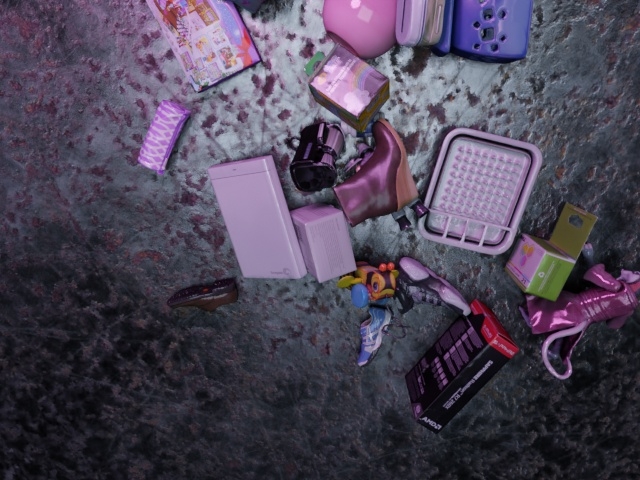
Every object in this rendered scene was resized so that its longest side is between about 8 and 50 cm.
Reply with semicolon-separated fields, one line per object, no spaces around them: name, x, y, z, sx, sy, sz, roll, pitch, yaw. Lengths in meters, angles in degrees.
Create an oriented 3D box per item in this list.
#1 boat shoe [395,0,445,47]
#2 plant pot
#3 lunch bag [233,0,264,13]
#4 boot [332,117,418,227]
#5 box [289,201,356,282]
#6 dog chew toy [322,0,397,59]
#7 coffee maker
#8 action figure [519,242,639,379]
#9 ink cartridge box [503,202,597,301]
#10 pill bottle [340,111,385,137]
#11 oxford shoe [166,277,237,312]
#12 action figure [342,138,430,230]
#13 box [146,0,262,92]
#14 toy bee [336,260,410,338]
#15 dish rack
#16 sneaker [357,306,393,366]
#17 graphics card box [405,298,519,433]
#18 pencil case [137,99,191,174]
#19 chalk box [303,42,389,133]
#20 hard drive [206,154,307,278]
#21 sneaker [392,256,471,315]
boat shoe;0.231;-0.584;1.054;0.094;0.109;0.302;-5;116;-21
plant pot;0.379;-0.555;1.167;0.212;0.236;0.235;2;108;8
lunch bag;-0.156;-0.702;1.111;0.160;0.223;0.262;13;97;-23
boot;0.127;-0.178;1.261;0.207;0.090;0.248;-22;91;-7
box;0.000;0.000;1.372;0.119;0.181;0.181;-19;109;-15
dog chew toy;0.155;-0.615;1.169;0.207;0.206;0.331;36;98;-10
coffee maker;-0.023;-0.218;1.299;0.171;0.178;0.120;-20;128;34
action figure;0.783;0.186;1.398;0.370;0.275;0.248;-32;99;26
ink cartridge box;0.647;0.015;1.373;0.097;0.188;0.255;17;107;-3
pill bottle;0.117;-0.320;1.333;0.120;0.067;0.066;-2;109;2
oxford shoe;-0.371;0.192;1.514;0.228;0.082;0.096;-10;113;6
action figure;0.184;-0.166;1.361;0.185;0.099;0.284;-35;85;19
box;-0.309;-0.567;1.264;0.201;0.057;0.293;-23;107;9
toy bee;0.165;0.119;1.371;0.298;0.195;0.162;27;119;35
dish rack;0.448;-0.141;1.385;0.286;0.072;0.332;13;109;-2
sneaker;0.161;0.307;1.548;0.081;0.080;0.211;22;98;1
graphics card box;0.419;0.382;1.480;0.094;0.232;0.370;35;105;-10
pencil case;-0.439;-0.288;1.346;0.088;0.086;0.206;37;111;25
chalk box;0.058;-0.403;1.247;0.213;0.132;0.132;39;93;10
hard drive;-0.184;-0.056;1.386;0.233;0.047;0.352;-2;113;36
sneaker;0.322;0.178;1.485;0.269;0.101;0.153;36;107;-4
